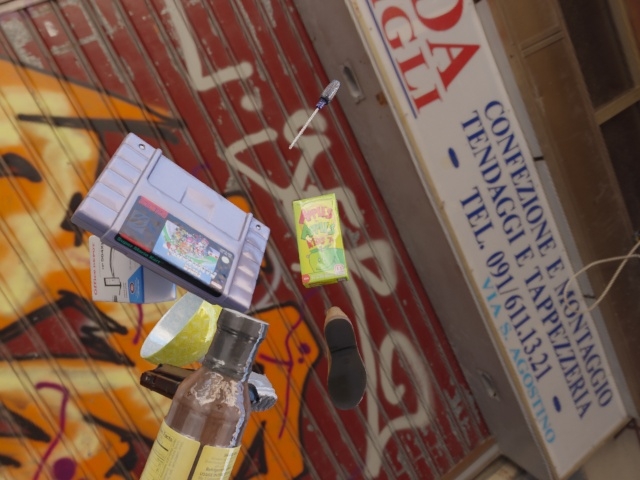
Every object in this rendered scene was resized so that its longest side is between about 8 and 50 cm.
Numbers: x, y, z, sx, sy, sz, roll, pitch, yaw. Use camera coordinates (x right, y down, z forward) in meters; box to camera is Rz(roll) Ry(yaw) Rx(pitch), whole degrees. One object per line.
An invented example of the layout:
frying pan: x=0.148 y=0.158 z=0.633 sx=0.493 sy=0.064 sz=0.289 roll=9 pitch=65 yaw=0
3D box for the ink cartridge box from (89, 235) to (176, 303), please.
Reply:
ink cartridge box: x=-0.403 y=0.057 z=0.972 sx=0.203 sy=0.086 sz=0.148 roll=-5 pitch=-91 yaw=37

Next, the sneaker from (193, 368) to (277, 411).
sneaker: x=-0.260 y=0.408 z=1.290 sx=0.281 sy=0.105 sz=0.115 roll=27 pitch=20 yaw=-34

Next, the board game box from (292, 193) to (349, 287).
board game box: x=0.000 y=0.000 z=0.952 sx=0.043 sy=0.092 sz=0.181 roll=58 pitch=23 yaw=-70

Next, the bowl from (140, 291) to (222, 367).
bowl: x=-0.379 y=0.279 z=1.371 sx=0.156 sy=0.289 sz=0.289 roll=48 pitch=-14 yaw=-19

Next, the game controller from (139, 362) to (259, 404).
game controller: x=-0.259 y=0.306 z=0.951 sx=0.166 sy=0.067 sz=0.319 roll=23 pitch=-20 yaw=-31

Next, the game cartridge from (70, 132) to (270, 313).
game cartridge: x=-0.263 y=-0.026 z=0.892 sx=0.355 sy=0.068 sz=0.230 roll=36 pitch=38 yaw=-28

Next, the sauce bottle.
sauce bottle: x=-0.157 y=0.262 z=0.598 sx=0.111 sy=0.344 sz=0.111 roll=21 pitch=-10 yaw=4

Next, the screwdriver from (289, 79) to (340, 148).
screwdriver: x=-0.011 y=-0.223 z=0.796 sx=0.024 sy=0.170 sz=0.025 roll=23 pitch=-28 yaw=20

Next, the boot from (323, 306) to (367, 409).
boot: x=0.064 y=0.332 z=1.295 sx=0.115 sy=0.112 sz=0.305 roll=-109 pitch=-168 yaw=-73
